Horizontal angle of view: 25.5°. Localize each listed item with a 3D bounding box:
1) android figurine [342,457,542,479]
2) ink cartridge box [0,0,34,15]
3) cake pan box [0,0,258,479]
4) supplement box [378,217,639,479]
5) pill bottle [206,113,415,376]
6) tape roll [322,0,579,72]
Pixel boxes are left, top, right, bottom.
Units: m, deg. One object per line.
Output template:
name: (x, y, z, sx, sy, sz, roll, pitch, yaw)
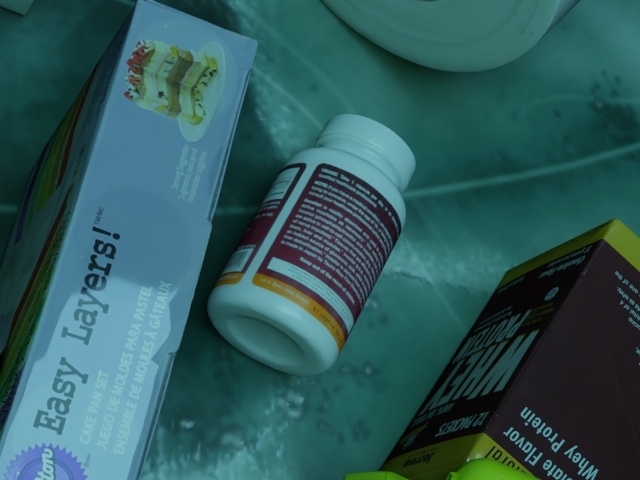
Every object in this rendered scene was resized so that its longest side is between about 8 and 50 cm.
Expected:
android figurine: (0.065, 0.232, 0.777, 0.273, 0.056, 0.248, 25, 105, -2)
ink cartridge box: (-0.224, -0.214, 0.843, 0.150, 0.063, 0.109, 20, 66, -19)
cake pan box: (-0.127, 0.049, 0.704, 0.070, 0.246, 0.267, 19, 68, -15)
supplement box: (0.172, 0.131, 0.885, 0.191, 0.129, 0.194, 41, 61, -9)
pill bottle: (0.000, 0.000, 0.869, 0.086, 0.086, 0.152, 35, 63, -12)
tape roll: (0.095, -0.252, 0.902, 0.246, 0.246, 0.169, 48, 61, -5)
